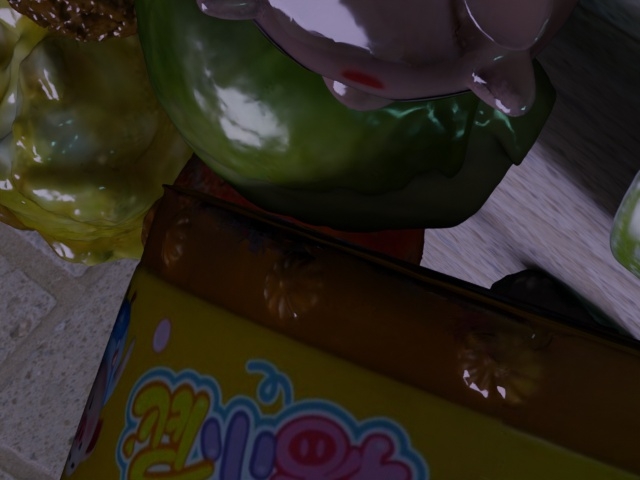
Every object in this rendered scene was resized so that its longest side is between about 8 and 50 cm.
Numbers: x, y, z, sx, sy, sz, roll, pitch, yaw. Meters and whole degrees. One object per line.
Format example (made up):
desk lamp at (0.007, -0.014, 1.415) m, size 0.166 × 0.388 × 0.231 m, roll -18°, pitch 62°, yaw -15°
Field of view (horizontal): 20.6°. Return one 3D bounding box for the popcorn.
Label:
popcorn at (-0.219, -0.147, 1.617) m, size 0.292 × 0.293 × 0.334 m, roll -7°, pitch -109°, yaw -45°

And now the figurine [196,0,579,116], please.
figurine at (0.025, -0.097, 0.553) m, size 0.125 × 0.125 × 0.138 m, roll 43°, pitch -171°, yaw -9°

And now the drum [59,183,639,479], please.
drum at (0.087, 0.137, 0.777) m, size 0.431 × 0.214 × 0.431 m, roll 20°, pitch -179°, yaw 0°

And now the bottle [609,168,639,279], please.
bottle at (0.236, 0.068, 0.495) m, size 0.330 × 0.093 × 0.093 m, roll 40°, pitch 175°, yaw 19°

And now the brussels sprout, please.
brussels sprout at (0.005, -0.082, 0.699) m, size 0.180 × 0.144 × 0.161 m, roll 43°, pitch -176°, yaw 3°

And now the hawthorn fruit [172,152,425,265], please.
hawthorn fruit at (0.000, 0.000, 1.293) m, size 0.235 × 0.181 × 0.181 m, roll 53°, pitch 175°, yaw -4°

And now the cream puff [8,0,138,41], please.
cream puff at (-0.185, -0.213, 1.292) m, size 0.165 × 0.115 × 0.150 m, roll 42°, pitch 172°, yaw 15°

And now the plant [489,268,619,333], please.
plant at (0.135, 0.146, 1.309) m, size 0.204 × 0.234 × 0.178 m, roll 45°, pitch 174°, yaw 46°
